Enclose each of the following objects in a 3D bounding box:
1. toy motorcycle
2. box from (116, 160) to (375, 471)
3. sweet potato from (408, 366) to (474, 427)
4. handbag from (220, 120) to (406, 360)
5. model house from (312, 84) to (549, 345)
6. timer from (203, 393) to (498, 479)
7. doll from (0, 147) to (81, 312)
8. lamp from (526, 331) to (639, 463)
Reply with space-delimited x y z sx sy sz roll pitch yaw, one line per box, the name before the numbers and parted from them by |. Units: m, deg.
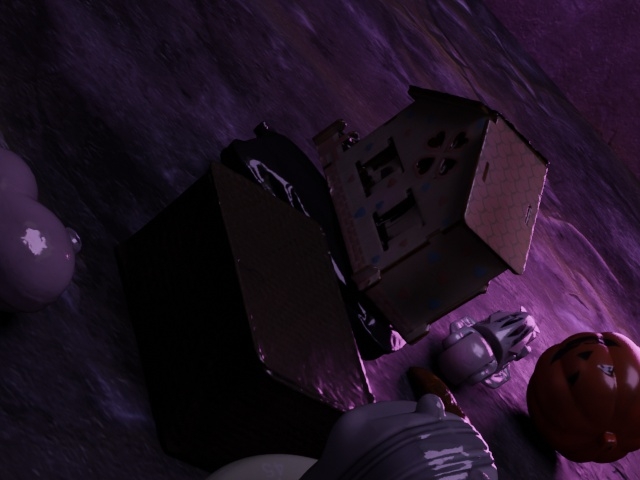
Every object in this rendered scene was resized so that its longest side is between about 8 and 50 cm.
toy motorcycle | 0.236 0.135 2.152 0.112 0.112 0.254 56 23 9
box | -0.074 0.086 1.575 0.184 0.143 0.273 31 31 -43
sweet potato | 0.146 0.233 1.900 0.078 0.058 0.255 24 25 -13
handbag | -0.002 -0.002 1.938 0.332 0.075 0.191 53 20 5
model house | 0.148 -0.059 1.932 0.169 0.244 0.326 40 22 -34
timer | 0.025 0.243 1.203 0.290 0.315 0.291 23 36 -18
doll | -0.328 -0.030 1.320 0.365 0.094 0.160 21 35 -52
lamp | 0.379 0.223 2.201 0.187 0.187 0.164 37 30 -33
